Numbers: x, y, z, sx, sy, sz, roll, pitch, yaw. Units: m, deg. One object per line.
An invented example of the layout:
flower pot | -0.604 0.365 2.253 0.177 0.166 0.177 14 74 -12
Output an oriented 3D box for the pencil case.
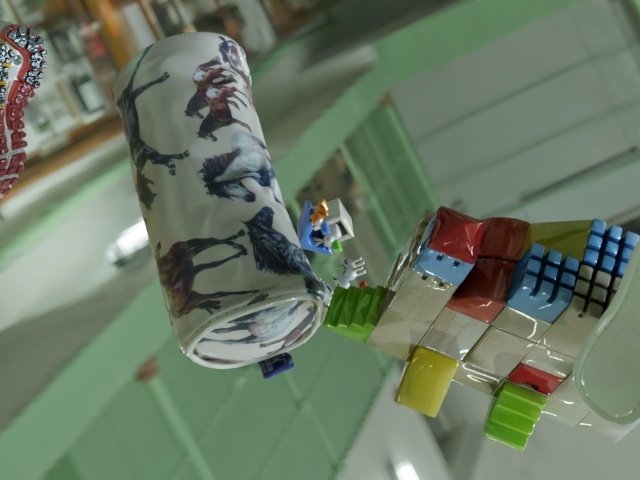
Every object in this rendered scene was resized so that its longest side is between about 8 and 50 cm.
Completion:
pencil case | -0.113 -0.052 1.797 0.183 0.410 0.160 -2 146 -26

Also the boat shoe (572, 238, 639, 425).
boat shoe | 0.319 0.043 1.377 0.091 0.109 0.305 -31 159 -38

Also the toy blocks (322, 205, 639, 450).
toy blocks | 0.220 0.067 1.587 0.261 0.381 0.191 117 -6 -61

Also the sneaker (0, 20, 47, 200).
sneaker | -0.372 -0.135 1.771 0.092 0.225 0.088 23 -174 41

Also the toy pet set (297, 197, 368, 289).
toy pet set | 0.000 0.000 1.898 0.065 0.122 0.114 -22 -141 14
